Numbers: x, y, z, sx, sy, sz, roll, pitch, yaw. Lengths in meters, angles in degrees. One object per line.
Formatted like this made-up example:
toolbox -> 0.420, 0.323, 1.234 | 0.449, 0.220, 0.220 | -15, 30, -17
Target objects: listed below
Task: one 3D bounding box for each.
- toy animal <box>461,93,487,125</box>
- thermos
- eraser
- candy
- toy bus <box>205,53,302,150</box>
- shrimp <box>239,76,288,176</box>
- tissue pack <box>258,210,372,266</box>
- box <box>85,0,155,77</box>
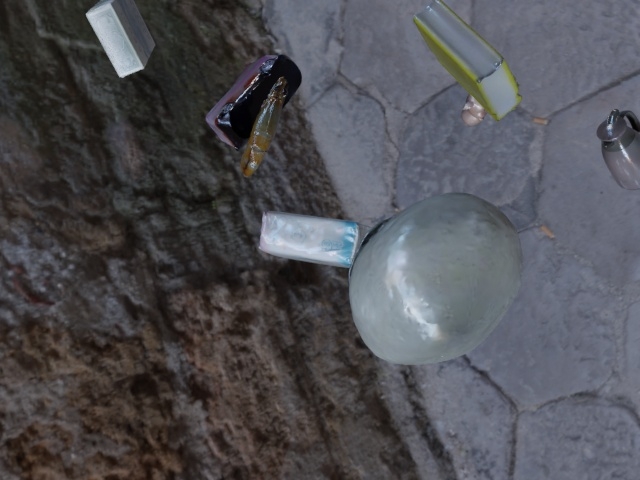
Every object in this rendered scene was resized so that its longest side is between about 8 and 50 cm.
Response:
toy animal -> 0.448, -0.383, 1.762 | 0.150, 0.089, 0.083 | 84, -171, -64
thermos -> 0.716, -0.226, 1.423 | 0.105, 0.193, 0.137 | 12, 71, 51
eraser -> 0.277, -0.341, 1.143 | 0.069, 0.158, 0.226 | -40, 56, 14
candy -> 0.182, 0.073, 0.922 | 0.185, 0.296, 0.295 | -115, 39, -54
toy bus -> -0.195, -0.412, 1.773 | 0.302, 0.127, 0.147 | -52, 40, -11
shrimp -> -0.155, -0.306, 1.657 | 0.287, 0.063, 0.152 | -69, 14, -4
tissue pack -> -0.001, 0.000, 1.607 | 0.271, 0.201, 0.124 | 9, 84, 23
box -> -0.500, -0.535, 1.544 | 0.256, 0.069, 0.164 | -104, -8, -59
